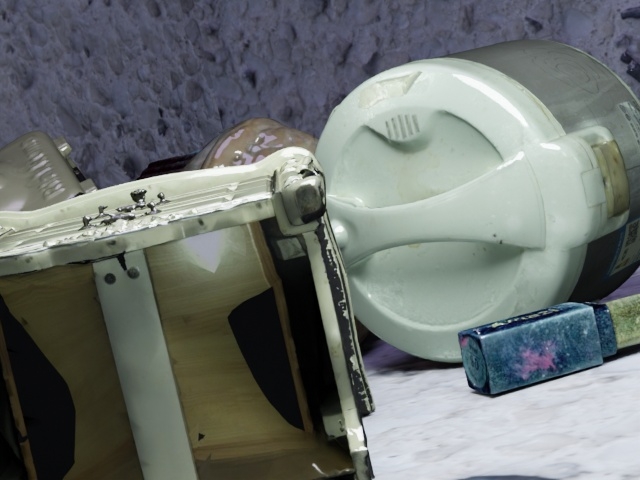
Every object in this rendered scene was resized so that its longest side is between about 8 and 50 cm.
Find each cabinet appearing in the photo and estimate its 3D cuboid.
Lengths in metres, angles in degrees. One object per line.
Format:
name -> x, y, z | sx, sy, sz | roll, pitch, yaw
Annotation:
cabinet -> -0.117, 0.074, 1.165 | 0.289, 0.228, 0.318 | -12, 5, 0

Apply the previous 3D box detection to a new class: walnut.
walnut -> -0.081, -0.041, 1.981 | 0.224, 0.224, 0.224 | -13, 5, 1

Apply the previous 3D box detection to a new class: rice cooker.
rice cooker -> 0.154, -0.040, 1.484 | 0.288, 0.288, 0.277 | -9, 6, 35

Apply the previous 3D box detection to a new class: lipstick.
lipstick -> 0.265, 0.061, 1.333 | 0.312, 0.051, 0.051 | -14, 4, -17

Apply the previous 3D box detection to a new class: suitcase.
suitcase -> -0.439, 0.022, 2.189 | 0.339, 0.194, 0.351 | -35, 28, -4

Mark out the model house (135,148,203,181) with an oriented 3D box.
model house -> -0.217, -0.016, 2.585 | 0.248, 0.230, 0.280 | -25, 8, -25

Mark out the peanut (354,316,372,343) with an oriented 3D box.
peanut -> 0.012, 0.073, 1.664 | 0.104, 0.086, 0.228 | -21, 4, 14
